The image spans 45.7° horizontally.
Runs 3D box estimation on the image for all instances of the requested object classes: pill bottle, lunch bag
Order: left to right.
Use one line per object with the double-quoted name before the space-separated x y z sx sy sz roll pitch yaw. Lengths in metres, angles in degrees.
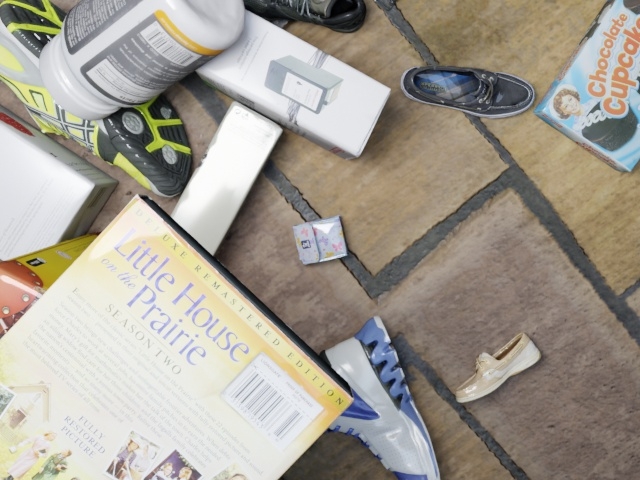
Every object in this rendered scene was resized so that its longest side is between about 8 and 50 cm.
"pill bottle" -0.251 -0.280 1.039 0.278 0.162 0.162 -22 98 34
"lunch bag" 0.000 0.000 1.285 0.083 0.053 0.071 -11 95 8

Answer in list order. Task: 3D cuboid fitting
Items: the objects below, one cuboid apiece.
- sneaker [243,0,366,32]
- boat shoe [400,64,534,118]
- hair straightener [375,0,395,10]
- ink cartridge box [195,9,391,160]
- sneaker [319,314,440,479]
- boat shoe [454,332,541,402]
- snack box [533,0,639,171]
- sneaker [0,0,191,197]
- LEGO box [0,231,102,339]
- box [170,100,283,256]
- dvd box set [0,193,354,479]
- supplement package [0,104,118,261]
"sneaker" -0.036 -0.391 1.206 0.227 0.130 0.087 14 93 -2
"boat shoe" 0.249 -0.253 1.258 0.228 0.076 0.080 11 95 -4
"hair straightener" 0.096 -0.498 1.252 0.089 0.047 0.230 1 102 19
"ink cartridge box" -0.044 -0.239 1.184 0.273 0.198 0.115 27 93 -6
"sneaker" 0.077 0.303 1.292 0.182 0.127 0.315 -22 90 3
"boat shoe" 0.299 0.219 1.319 0.170 0.063 0.059 -31 94 -9
"snack box" 0.527 -0.300 1.275 0.187 0.060 0.322 32 94 -5
"sneaker" -0.368 -0.212 1.222 0.385 0.145 0.147 46 128 -13
"LEGO box" -0.250 0.171 1.066 0.372 0.500 0.193 29 93 -5
"box" -0.165 -0.083 1.239 0.094 0.113 0.275 30 92 -5
"dvd box set" -0.217 0.205 0.788 0.307 0.062 0.420 43 92 -5
"supplement package" -0.501 -0.100 1.186 0.293 0.177 0.175 33 94 -6
